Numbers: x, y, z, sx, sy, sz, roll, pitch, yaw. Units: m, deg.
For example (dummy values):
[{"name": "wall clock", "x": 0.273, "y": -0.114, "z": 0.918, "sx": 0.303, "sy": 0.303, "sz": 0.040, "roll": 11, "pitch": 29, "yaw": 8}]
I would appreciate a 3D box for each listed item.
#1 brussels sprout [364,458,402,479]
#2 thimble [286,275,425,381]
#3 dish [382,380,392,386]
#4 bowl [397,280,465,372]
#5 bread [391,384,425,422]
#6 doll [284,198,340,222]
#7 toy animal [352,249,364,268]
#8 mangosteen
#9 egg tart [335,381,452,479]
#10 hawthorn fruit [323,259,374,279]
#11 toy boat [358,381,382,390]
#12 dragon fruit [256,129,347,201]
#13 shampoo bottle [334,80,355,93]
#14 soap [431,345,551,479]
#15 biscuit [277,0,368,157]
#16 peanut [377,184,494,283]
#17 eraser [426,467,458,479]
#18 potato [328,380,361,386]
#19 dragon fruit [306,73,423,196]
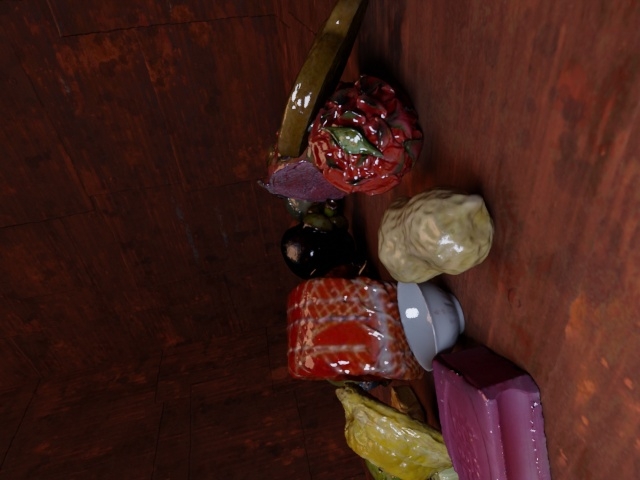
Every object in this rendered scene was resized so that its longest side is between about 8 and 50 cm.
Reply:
[{"name": "brussels sprout", "x": 0.227, "y": 0.715, "z": 1.314, "sx": 0.223, "sy": 0.161, "sz": 0.223, "roll": 166, "pitch": 90, "yaw": -90}, {"name": "thimble", "x": 0.080, "y": 0.229, "z": 1.007, "sx": 0.350, "sy": 0.351, "sz": 0.230, "roll": 99, "pitch": 170, "yaw": -69}, {"name": "dish", "x": 0.206, "y": 0.362, "z": 1.290, "sx": 0.191, "sy": 0.066, "sz": 0.190, "roll": 172, "pitch": 90, "yaw": -78}, {"name": "bowl", "x": 0.221, "y": 0.151, "z": 0.789, "sx": 0.189, "sy": 0.086, "sz": 0.188, "roll": 169, "pitch": 90, "yaw": -84}, {"name": "bread", "x": 0.254, "y": 0.529, "z": 1.186, "sx": 0.125, "sy": 0.068, "sz": 0.188, "roll": -119, "pitch": 19, "yaw": -66}, {"name": "doll", "x": -0.030, "y": -0.161, "z": 1.675, "sx": 0.349, "sy": 0.248, "sz": 0.247, "roll": 123, "pitch": 135, "yaw": -75}, {"name": "toy animal", "x": 0.115, "y": 0.118, "z": 1.548, "sx": 0.179, "sy": 0.089, "sz": 0.188, "roll": -144, "pitch": 53, "yaw": -60}, {"name": "mangosteen", "x": 0.001, "y": 0.005, "z": 1.425, "sx": 0.287, "sy": 0.288, "sz": 0.233, "roll": 89, "pitch": 160, "yaw": -55}, {"name": "egg tart", "x": 0.161, "y": 0.440, "z": 0.914, "sx": 0.128, "sy": 0.319, "sz": 0.319, "roll": -61, "pitch": -3, "yaw": -14}, {"name": "hawthorn fruit", "x": 0.099, "y": 0.168, "z": 1.340, "sx": 0.230, "sy": 0.210, "sz": 0.265, "roll": 47, "pitch": 119, "yaw": 43}, {"name": "toy boat", "x": 0.139, "y": 0.383, "z": 1.223, "sx": 0.100, "sy": 0.097, "sz": 0.223, "roll": -108, "pitch": 16, "yaw": -48}, {"name": "dragon fruit", "x": -0.039, "y": -0.298, "z": 1.351, "sx": 0.296, "sy": 0.315, "sz": 0.262, "roll": 122, "pitch": 153, "yaw": -67}, {"name": "shampoo bottle", "x": 0.082, "y": -0.358, "z": 1.061, "sx": 0.244, "sy": 0.086, "sz": 0.085, "roll": -109, "pitch": 10, "yaw": -51}, {"name": "soap", "x": 0.272, "y": 0.312, "z": 0.644, "sx": 0.162, "sy": 0.099, "sz": 0.249, "roll": -172, "pitch": 70, "yaw": -74}, {"name": "biscuit", "x": 0.002, "y": -0.374, "z": 0.888, "sx": 0.350, "sy": 0.070, "sz": 0.394, "roll": 117, "pitch": 177, "yaw": -52}, {"name": "peanut", "x": 0.175, "y": -0.001, "z": 0.674, "sx": 0.291, "sy": 0.143, "sz": 0.159, "roll": -177, "pitch": 99, "yaw": -83}, {"name": "eraser", "x": 0.295, "y": 0.584, "z": 1.006, "sx": 0.117, "sy": 0.058, "sz": 0.172, "roll": -118, "pitch": 18, "yaw": -63}, {"name": "potato", "x": 0.101, "y": 0.358, "z": 1.520, "sx": 0.269, "sy": 0.220, "sz": 0.358, "roll": 80, "pitch": -175, "yaw": -63}, {"name": "dragon fruit", "x": 0.091, "y": -0.211, "z": 0.817, "sx": 0.293, "sy": 0.234, "sz": 0.233, "roll": -73, "pitch": -22, "yaw": -61}]
